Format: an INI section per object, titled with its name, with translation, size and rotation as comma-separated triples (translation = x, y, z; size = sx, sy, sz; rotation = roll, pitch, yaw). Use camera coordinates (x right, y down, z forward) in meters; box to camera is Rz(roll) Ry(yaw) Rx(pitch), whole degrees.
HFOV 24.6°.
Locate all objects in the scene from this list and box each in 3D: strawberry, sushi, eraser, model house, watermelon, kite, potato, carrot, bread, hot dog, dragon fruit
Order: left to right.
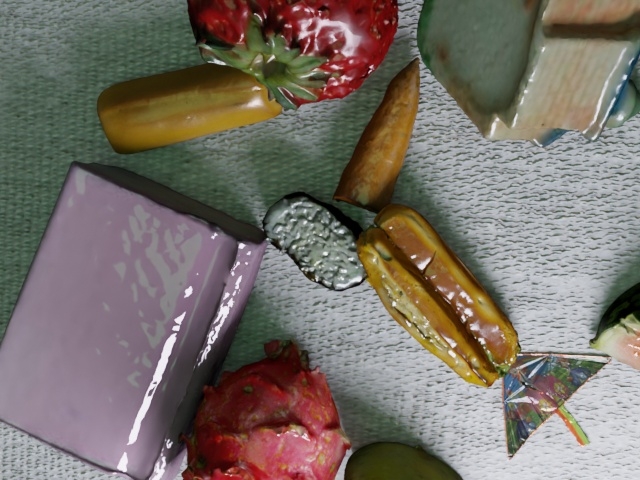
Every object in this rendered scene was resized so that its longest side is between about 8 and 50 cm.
[eraser]
translation = -0.253, 0.106, 1.895
size = 0.272, 0.122, 0.359
rotation = 23, 100, 8
[bread]
translation = -0.166, -0.176, 1.860
size = 0.239, 0.074, 0.092
rotation = -13, 91, 11
[dragon fruit]
translation = -0.061, 0.244, 1.838
size = 0.205, 0.210, 0.268
rotation = 26, 61, -16
[strawberry]
translation = -0.020, -0.314, 1.741
size = 0.257, 0.257, 0.276
rotation = 13, 70, 8
[sushi]
translation = 0.000, 0.000, 1.855
size = 0.150, 0.078, 0.090
rotation = 37, 96, 4
[carrot]
translation = 0.081, -0.133, 1.829
size = 0.072, 0.072, 0.205
rotation = 21, 96, 6
[potato]
translation = 0.132, 0.380, 1.798
size = 0.112, 0.255, 0.269
rotation = -34, 91, 14
[hot dog]
translation = 0.144, 0.075, 1.821
size = 0.115, 0.072, 0.269
rotation = -45, 103, -30
[kite]
translation = 0.288, 0.202, 1.870
size = 0.159, 0.010, 0.190
rotation = 42, 103, 1
[model house]
translation = 0.308, -0.280, 1.686
size = 0.280, 0.245, 0.312
rotation = -4, 129, -30
[watermelon]
translation = 0.493, 0.134, 1.764
size = 0.303, 0.128, 0.159
rotation = 25, 102, 5
